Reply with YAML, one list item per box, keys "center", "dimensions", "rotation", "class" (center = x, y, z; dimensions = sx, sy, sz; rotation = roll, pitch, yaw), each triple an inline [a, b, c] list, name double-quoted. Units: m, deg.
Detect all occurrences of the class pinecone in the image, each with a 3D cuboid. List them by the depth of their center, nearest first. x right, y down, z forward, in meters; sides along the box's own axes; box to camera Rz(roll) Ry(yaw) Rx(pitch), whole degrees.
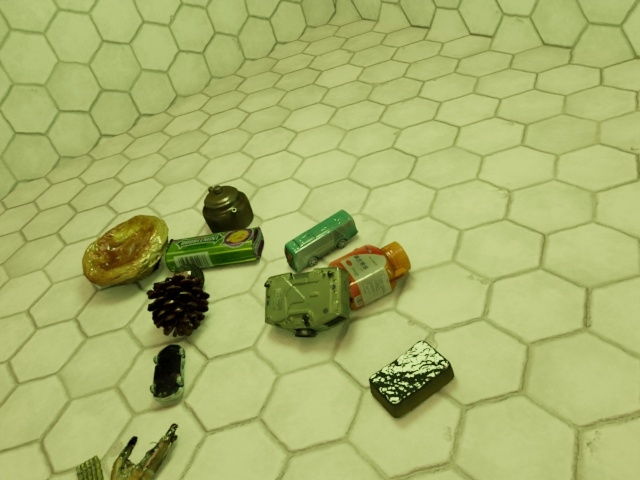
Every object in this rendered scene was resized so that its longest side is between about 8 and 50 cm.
- center: [-0.447, 0.211, 1.820]
  dimensions: [0.208, 0.207, 0.207]
  rotation: [-12, 38, 9]
  class: "pinecone"

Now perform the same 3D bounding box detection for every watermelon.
- center: [-0.460, 0.126, 1.980]
  dimensions: [0.133, 0.105, 0.105]
  rotation: [33, 58, 23]
  class: "watermelon"

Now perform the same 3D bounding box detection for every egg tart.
- center: [-0.711, 0.052, 2.154]
  dimensions: [0.352, 0.150, 0.351]
  rotation: [-13, 43, 12]
  class: "egg tart"

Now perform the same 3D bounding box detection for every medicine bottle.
- center: [0.154, 0.094, 1.753]
  dimensions: [0.222, 0.112, 0.149]
  rotation: [-27, 40, -10]
  class: "medicine bottle"

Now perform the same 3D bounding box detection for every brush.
- center: [0.226, 0.345, 1.452]
  dimensions: [0.197, 0.059, 0.123]
  rotation: [-32, 37, -17]
  class: "brush"

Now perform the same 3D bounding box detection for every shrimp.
- center: [-0.463, 0.556, 1.499]
  dimensions: [0.150, 0.051, 0.217]
  rotation: [11, 49, 43]
  class: "shrimp"

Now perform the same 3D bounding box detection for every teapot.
- center: [-0.374, -0.140, 2.229]
  dimensions: [0.186, 0.175, 0.268]
  rotation: [-31, 38, -18]
  class: "teapot"

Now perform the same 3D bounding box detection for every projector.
- center: [-0.047, 0.183, 1.679]
  dimensions: [0.270, 0.088, 0.193]
  rotation: [-11, 70, 32]
  class: "projector"

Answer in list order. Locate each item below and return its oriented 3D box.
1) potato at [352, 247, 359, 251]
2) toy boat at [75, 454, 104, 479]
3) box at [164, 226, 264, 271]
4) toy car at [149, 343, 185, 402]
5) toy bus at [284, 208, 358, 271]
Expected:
- center: [0.134, 0.051, 1.876]
  dimensions: [0.051, 0.040, 0.083]
  rotation: [-36, 39, -13]
  class: "potato"
- center: [-0.598, 0.618, 1.501]
  dimensions: [0.063, 0.016, 0.115]
  rotation: [-30, 38, -15]
  class: "toy boat"
- center: [-0.384, 0.030, 2.079]
  dimensions: [0.346, 0.097, 0.134]
  rotation: [-8, 37, 15]
  class: "box"
- center: [-0.442, 0.386, 1.693]
  dimensions: [0.096, 0.056, 0.204]
  rotation: [-18, 34, 2]
  class: "toy car"
- center: [0.000, 0.000, 1.949]
  dimensions: [0.262, 0.109, 0.091]
  rotation: [-33, 45, -16]
  class: "toy bus"
